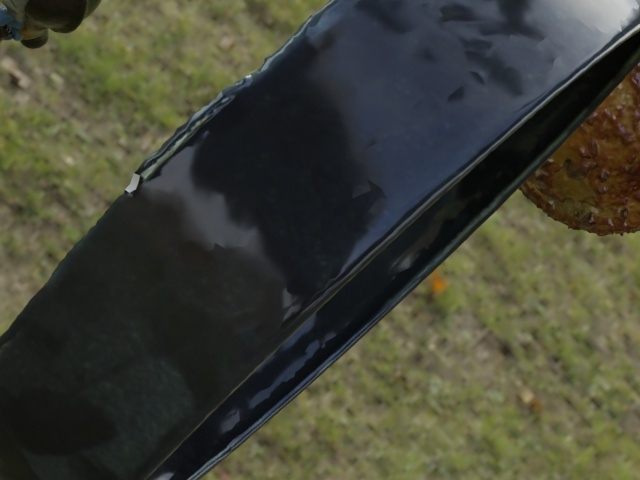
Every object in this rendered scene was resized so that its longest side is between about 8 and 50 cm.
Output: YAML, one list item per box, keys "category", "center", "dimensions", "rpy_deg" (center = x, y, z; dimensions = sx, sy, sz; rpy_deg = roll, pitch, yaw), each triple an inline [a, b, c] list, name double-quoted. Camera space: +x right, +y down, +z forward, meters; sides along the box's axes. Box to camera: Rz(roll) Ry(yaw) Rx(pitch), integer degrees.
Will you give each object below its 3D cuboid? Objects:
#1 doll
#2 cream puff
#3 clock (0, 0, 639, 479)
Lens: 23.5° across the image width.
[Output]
- category: "doll"
  center: [-0.192, -0.178, 1.101]
  dimensions: [0.096, 0.195, 0.070]
  rpy_deg: [-16, 86, -32]
- category: "cream puff"
  center: [0.203, -0.109, 1.161]
  dimensions: [0.164, 0.240, 0.240]
  rpy_deg: [-24, 63, -17]
- category: "clock"
  center: [0.000, 0.000, 0.691]
  dimensions: [0.076, 0.386, 0.386]
  rpy_deg: [47, 28, 7]
